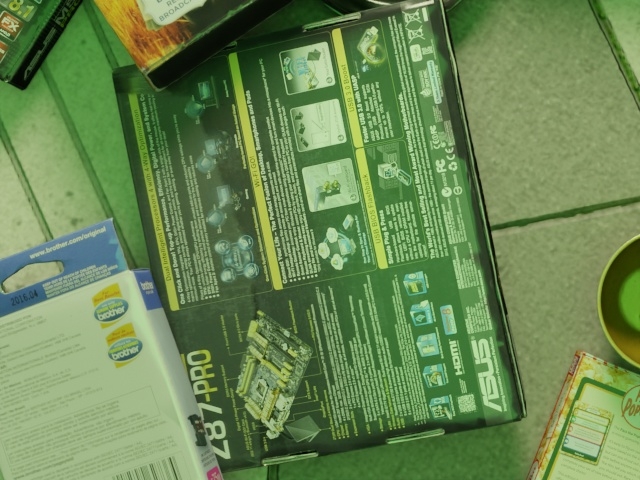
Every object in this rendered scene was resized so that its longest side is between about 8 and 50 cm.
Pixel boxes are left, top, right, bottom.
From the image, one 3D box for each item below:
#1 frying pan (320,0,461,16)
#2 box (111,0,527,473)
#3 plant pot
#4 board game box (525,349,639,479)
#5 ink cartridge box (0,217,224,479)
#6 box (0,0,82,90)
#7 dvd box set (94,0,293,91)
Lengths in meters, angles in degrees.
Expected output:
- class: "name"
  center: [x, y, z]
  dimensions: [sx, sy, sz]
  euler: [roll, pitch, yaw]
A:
- class: "frying pan"
  center: [0.006, -0.316, 1.267]
  dimensions: [0.326, 0.053, 0.197]
  euler: [14, 97, 5]
- class: "box"
  center: [0.000, 0.000, 1.226]
  dimensions: [0.318, 0.097, 0.394]
  euler: [-12, 88, 8]
- class: "plant pot"
  center: [0.317, 0.057, 1.223]
  dimensions: [0.134, 0.095, 0.134]
  euler: [0, 88, 3]
- class: "board game box"
  center: [0.279, 0.220, 1.245]
  dimensions: [0.147, 0.045, 0.193]
  euler: [22, 90, 4]
- class: "ink cartridge box"
  center: [-0.210, 0.153, 1.196]
  dimensions: [0.186, 0.065, 0.311]
  euler: [-20, 89, 11]
- class: "box"
  center: [-0.350, -0.309, 1.290]
  dimensions: [0.270, 0.060, 0.216]
  euler: [33, 91, 4]
- class: "dvd box set"
  center: [-0.140, -0.391, 1.205]
  dimensions: [0.308, 0.062, 0.420]
  euler: [-33, 79, 1]
